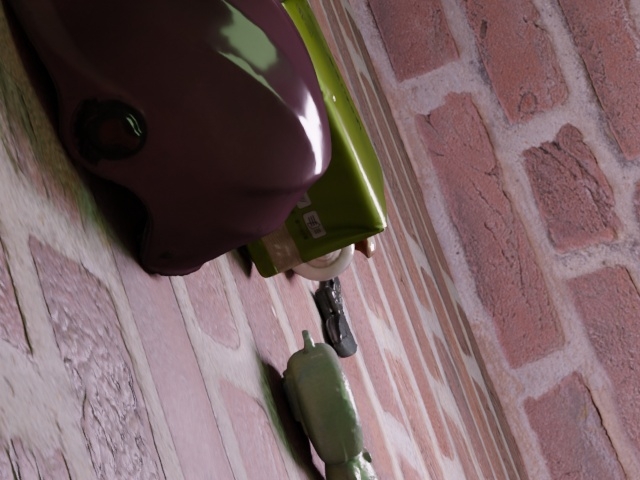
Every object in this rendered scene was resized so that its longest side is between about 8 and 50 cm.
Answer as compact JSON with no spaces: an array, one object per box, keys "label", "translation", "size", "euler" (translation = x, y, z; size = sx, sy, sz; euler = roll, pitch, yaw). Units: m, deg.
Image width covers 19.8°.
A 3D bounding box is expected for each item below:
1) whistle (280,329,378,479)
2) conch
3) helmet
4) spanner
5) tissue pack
[{"label":"whistle","translation":[0.018,0.214,1.885],"size":[0.126,0.067,0.258],"euler":[-133,-157,-79]},{"label":"conch","translation":[0.007,0.009,2.222],"size":[0.094,0.104,0.176],"euler":[51,-5,14]},{"label":"helmet","translation":[-0.111,-0.142,1.564],"size":[0.271,0.197,0.338],"euler":[-91,158,-61]},{"label":"spanner","translation":[0.017,0.059,2.380],"size":[0.325,0.026,0.093],"euler":[-94,160,-67]},{"label":"tissue pack","translation":[-0.049,-0.133,1.985],"size":[0.200,0.167,0.274],"euler":[-89,155,-68]}]
